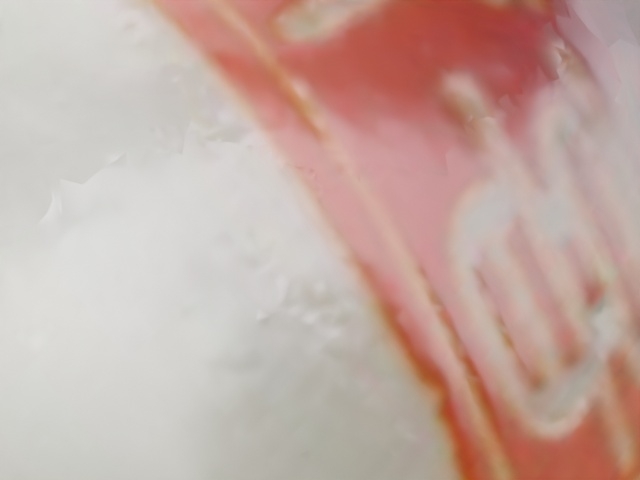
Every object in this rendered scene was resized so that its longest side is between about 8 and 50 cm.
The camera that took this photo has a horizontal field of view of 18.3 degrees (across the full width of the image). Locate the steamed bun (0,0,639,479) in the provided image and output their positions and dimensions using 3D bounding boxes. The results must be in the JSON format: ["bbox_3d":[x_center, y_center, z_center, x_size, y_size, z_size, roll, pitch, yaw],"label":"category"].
[{"bbox_3d":[0.000,0.000,0.573,0.241,0.374,0.374,-30,5,37],"label":"steamed bun"}]
